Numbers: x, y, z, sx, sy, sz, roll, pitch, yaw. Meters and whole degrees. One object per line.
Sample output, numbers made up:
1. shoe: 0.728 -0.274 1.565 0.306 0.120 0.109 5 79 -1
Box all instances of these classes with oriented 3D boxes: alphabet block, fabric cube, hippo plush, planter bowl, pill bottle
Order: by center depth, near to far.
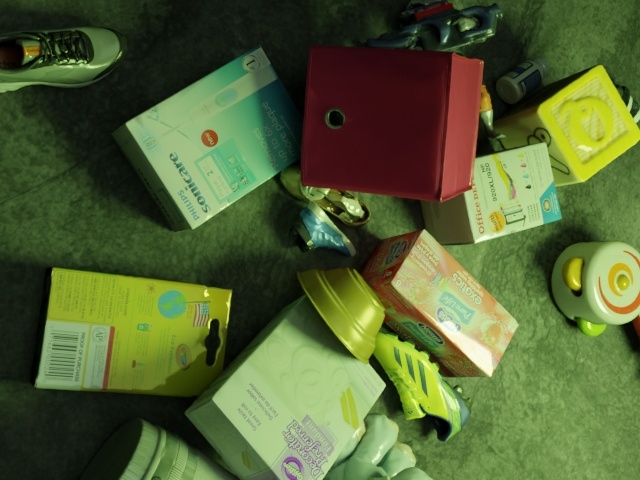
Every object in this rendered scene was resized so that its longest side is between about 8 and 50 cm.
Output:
1. fabric cube: 0.136 -0.214 1.497 0.259 0.258 0.254 -18 115 -66
2. hippo plush: 0.094 0.446 1.530 0.294 0.236 0.234 0 88 -26
3. planter bowl: 0.057 0.117 1.532 0.090 0.217 0.217 -37 105 5
4. alphabet block: 0.529 -0.238 1.782 0.193 0.197 0.192 -36 99 -15
5. pill bottle: 0.456 -0.362 1.844 0.120 0.067 0.067 -36 102 -23

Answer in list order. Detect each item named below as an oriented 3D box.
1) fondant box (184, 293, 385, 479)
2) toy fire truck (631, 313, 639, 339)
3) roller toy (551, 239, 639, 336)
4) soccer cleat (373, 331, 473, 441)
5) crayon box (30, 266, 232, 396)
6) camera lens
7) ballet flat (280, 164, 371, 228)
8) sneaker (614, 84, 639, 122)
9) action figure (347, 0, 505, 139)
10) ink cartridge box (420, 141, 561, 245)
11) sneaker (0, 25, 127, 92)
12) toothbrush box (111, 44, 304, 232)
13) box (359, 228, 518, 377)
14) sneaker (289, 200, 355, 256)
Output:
1. fondant box: -0.050 0.281 1.461 0.238 0.096 0.330 51 43 -6
2. toy fire truck: 0.869 0.226 1.959 0.254 0.169 0.302 -28 99 -21
3. roller toy: 0.637 0.093 1.863 0.191 0.146 0.209 -40 103 -23
4. soccer cleat: 0.191 0.297 1.666 0.289 0.093 0.121 44 73 -18
5. crayon box: -0.323 0.165 1.429 0.318 0.081 0.202 10 83 -25
6. camera lens: -0.252 0.454 1.371 0.274 0.219 0.219 40 71 -19
7. ballet flat: 0.018 -0.090 1.616 0.206 0.067 0.073 27 78 -22
8. sneaker: 0.669 -0.283 1.944 0.121 0.079 0.217 48 61 -12
9. action figure: 0.211 -0.353 1.710 0.341 0.178 0.330 -8 84 4
10. ink cartridge box: 0.347 -0.095 1.720 0.232 0.168 0.171 -14 94 -25
11. sneaker: -0.453 -0.308 1.379 0.271 0.108 0.100 -16 93 -27
12. toothbrush box: -0.190 -0.182 1.490 0.295 0.126 0.216 -35 102 -22
13. box: 0.230 0.133 1.652 0.300 0.154 0.142 43 63 -18
14. sneaker: 0.000 0.000 1.611 0.084 0.058 0.152 -44 125 -1
